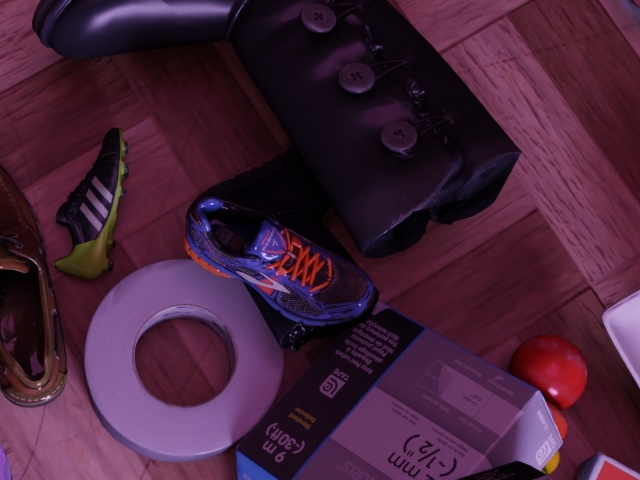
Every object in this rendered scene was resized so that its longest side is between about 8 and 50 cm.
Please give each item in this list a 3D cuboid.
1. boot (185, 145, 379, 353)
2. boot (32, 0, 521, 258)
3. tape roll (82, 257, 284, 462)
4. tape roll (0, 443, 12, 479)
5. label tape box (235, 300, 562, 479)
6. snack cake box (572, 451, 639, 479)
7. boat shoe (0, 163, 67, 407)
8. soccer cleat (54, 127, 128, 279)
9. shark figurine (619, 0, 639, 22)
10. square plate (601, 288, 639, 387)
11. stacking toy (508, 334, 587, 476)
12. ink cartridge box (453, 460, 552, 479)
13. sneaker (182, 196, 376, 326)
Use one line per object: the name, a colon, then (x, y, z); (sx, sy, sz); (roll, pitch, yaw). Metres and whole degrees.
boot: (0.000, 0.000, 1.888); (0.246, 0.094, 0.207); (-27, 69, -33)
boot: (-0.050, -0.160, 1.857); (0.367, 0.146, 0.445); (-31, 77, -14)
tape roll: (-0.152, 0.133, 1.880); (0.219, 0.072, 0.219); (2, 75, -7)
tape roll: (-0.421, 0.266, 1.801); (0.189, 0.080, 0.189); (2, 76, -8)
label tape box: (0.047, 0.257, 1.796); (0.249, 0.115, 0.348); (29, 67, 39)
snack cake box: (0.307, 0.387, 1.873); (0.152, 0.089, 0.264); (29, 73, 2)
boat shoe: (-0.344, 0.028, 1.861); (0.110, 0.104, 0.307); (-22, 79, -13)
soccer cleat: (-0.258, -0.045, 1.918); (0.072, 0.060, 0.179); (10, 77, -5)
shark figurine: (0.388, -0.394, 2.081); (0.166, 0.116, 0.278); (18, 72, -2)
square plate: (0.536, 0.149, 1.950); (0.344, 0.049, 0.347); (-29, 96, -9)
stacking toy: (0.212, 0.253, 1.880); (0.141, 0.141, 0.330); (28, 68, 0)
ink cartridge box: (0.144, 0.417, 1.709); (0.175, 0.069, 0.371); (-11, 108, -33)
sneaker: (-0.047, 0.020, 1.759); (0.221, 0.087, 0.083); (22, 69, 10)
